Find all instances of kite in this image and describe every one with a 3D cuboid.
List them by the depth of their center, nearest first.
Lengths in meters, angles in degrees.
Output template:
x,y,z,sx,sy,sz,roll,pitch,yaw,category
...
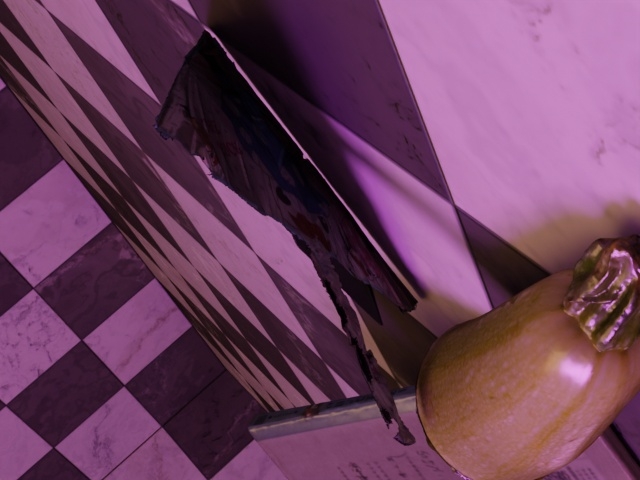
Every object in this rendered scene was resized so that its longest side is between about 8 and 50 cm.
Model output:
x,y,z,sx,sy,sz,roll,pitch,yaw,category
-0.009,-0.015,0.676,0.335,0.011,0.314,35,-155,-57,kite

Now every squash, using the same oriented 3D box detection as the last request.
x,y,z,sx,sy,sz,roll,pitch,yaw,category
0.106,0.049,0.525,0.094,0.094,0.224,46,162,12,squash

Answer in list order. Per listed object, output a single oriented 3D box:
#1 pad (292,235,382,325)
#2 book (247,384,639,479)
x,y,z,sx,sy,sz,roll,pitch,yaw,category
0.000,0.000,0.936,0.116,0.004,0.193,44,168,25,pad
0.100,0.177,0.766,0.282,0.025,0.215,-17,117,46,book
